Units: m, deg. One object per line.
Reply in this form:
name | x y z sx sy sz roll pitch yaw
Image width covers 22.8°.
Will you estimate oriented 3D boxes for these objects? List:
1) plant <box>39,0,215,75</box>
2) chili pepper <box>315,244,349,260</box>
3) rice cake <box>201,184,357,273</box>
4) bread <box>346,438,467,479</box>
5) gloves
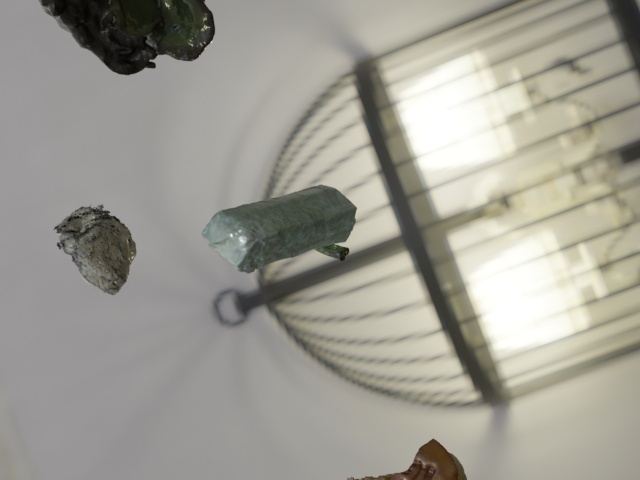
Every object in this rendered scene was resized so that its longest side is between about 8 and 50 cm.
plant | -0.159 -0.213 1.290 0.142 0.131 0.203 44 174 -20
chili pepper | 0.000 0.000 2.003 0.083 0.027 0.022 38 -141 25
rice cake | -0.040 -0.014 1.815 0.206 0.063 0.069 -14 -137 -44
bread | 0.110 0.324 1.919 0.086 0.156 0.125 28 -142 -62
gloves | -0.288 0.007 2.047 0.114 0.070 0.153 49 -165 -17
